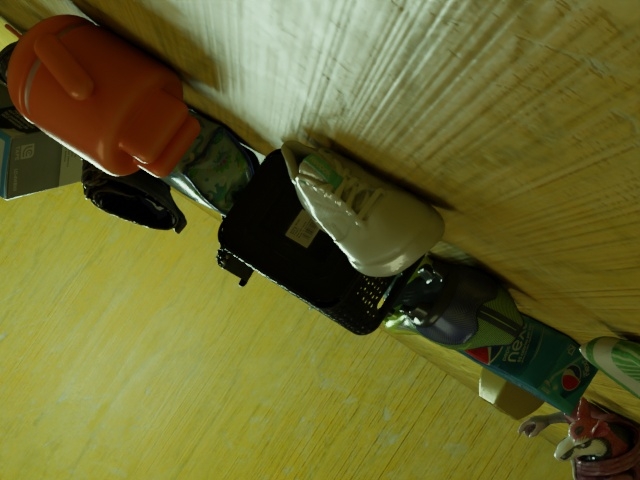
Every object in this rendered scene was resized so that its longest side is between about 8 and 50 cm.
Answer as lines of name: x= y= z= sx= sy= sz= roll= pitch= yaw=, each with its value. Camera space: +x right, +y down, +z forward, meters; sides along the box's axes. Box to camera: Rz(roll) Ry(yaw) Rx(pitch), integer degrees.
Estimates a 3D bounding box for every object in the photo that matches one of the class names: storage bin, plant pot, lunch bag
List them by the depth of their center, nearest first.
storage bin: x=0.000 y=0.000 z=1.279 sx=0.180 sy=0.122 sz=0.084 roll=30 pitch=175 yaw=37
lunch bag: x=-0.144 y=-0.091 z=1.520 sx=0.129 sy=0.096 sz=0.151 roll=30 pitch=165 yaw=38
plant pot: x=0.273 y=0.204 z=1.789 sx=0.081 sy=0.083 sz=0.081 roll=35 pitch=176 yaw=-26

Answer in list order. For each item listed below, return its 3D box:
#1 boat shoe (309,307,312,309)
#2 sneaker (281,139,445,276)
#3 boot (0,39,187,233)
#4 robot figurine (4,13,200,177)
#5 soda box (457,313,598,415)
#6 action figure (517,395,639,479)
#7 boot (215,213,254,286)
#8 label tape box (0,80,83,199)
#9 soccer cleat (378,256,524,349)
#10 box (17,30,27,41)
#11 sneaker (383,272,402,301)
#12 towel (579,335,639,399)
boat shoe: x=0.004 y=0.061 z=2.069 sx=0.089 sy=0.109 sz=0.258 roll=28 pitch=175 yaw=28
sneaker: x=0.023 y=-0.037 z=1.087 sx=0.094 sy=0.080 sz=0.212 roll=50 pitch=169 yaw=-29
boot: x=-0.283 y=-0.129 z=1.574 sx=0.263 sy=0.091 sz=0.229 roll=25 pitch=-150 yaw=-29
robot figurine: x=-0.230 y=-0.151 z=1.293 sx=0.219 sy=0.128 sz=0.158 roll=32 pitch=-150 yaw=20
soda box: x=0.205 y=0.114 z=1.399 sx=0.071 sy=0.067 sz=0.210 roll=37 pitch=174 yaw=-36
action figure: x=0.407 y=0.351 z=1.737 sx=0.275 sy=0.248 sz=0.370 roll=-1 pitch=138 yaw=13
boot: x=-0.141 y=-0.023 z=1.970 sx=0.198 sy=0.137 sz=0.077 roll=37 pitch=174 yaw=-35
label tape box: x=-0.412 y=-0.193 z=1.976 sx=0.249 sy=0.115 sz=0.347 roll=32 pitch=-145 yaw=34
soccer cleat: x=0.136 y=0.075 z=1.335 sx=0.121 sy=0.093 sz=0.289 roll=27 pitch=177 yaw=-5
box: x=-0.322 y=-0.201 z=1.824 sx=0.324 sy=0.067 sz=0.063 roll=31 pitch=175 yaw=25
sneaker: x=0.149 y=0.079 z=1.598 sx=0.162 sy=0.063 sz=0.073 roll=31 pitch=160 yaw=-23
towel: x=0.375 y=0.173 z=0.999 sx=0.248 sy=0.038 sz=0.325 roll=37 pitch=175 yaw=-26
